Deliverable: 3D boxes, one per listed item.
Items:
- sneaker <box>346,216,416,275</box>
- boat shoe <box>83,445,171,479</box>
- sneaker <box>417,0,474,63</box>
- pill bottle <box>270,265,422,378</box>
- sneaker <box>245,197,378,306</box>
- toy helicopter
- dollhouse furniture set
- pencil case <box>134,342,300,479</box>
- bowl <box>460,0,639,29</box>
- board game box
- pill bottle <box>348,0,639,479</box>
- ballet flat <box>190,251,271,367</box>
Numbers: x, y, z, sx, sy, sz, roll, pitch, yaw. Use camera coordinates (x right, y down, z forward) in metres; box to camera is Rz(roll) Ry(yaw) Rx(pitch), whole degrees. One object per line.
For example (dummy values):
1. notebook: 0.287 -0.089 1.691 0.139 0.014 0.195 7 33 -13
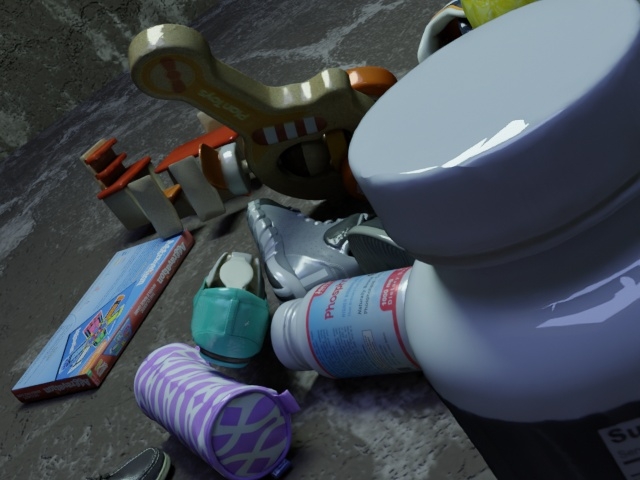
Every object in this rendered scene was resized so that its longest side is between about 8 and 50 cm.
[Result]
1. sneaker: 0.131 0.002 0.855 0.118 0.083 0.222 -41 33 -28
2. boat shoe: -0.203 0.241 0.851 0.152 0.049 0.056 -44 26 -21
3. sneaker: 0.254 -0.277 1.138 0.321 0.126 0.127 -21 21 49
4. pill bottle: 0.037 0.074 0.812 0.160 0.087 0.087 -13 32 39
5. sneaker: 0.000 0.000 1.018 0.132 0.086 0.229 -25 30 -1
6. toy helicopter: -0.075 -0.130 1.041 0.235 0.355 0.140 -28 55 32
7. dollhouse furniture set: -0.213 -0.122 1.379 0.259 0.135 0.262 -20 22 28
8. pencil case: -0.100 0.148 0.849 0.088 0.086 0.206 -47 27 -18
9. bowl: 0.299 -0.226 0.913 0.289 0.289 0.156 -26 69 18
10. board game box: -0.280 0.094 1.236 0.145 0.027 0.281 -17 29 34
11. pill bottle: 0.148 0.054 0.435 0.176 0.318 0.176 -28 24 14
12. ballet flat: -0.083 0.057 0.936 0.247 0.083 0.087 -128 53 -81
